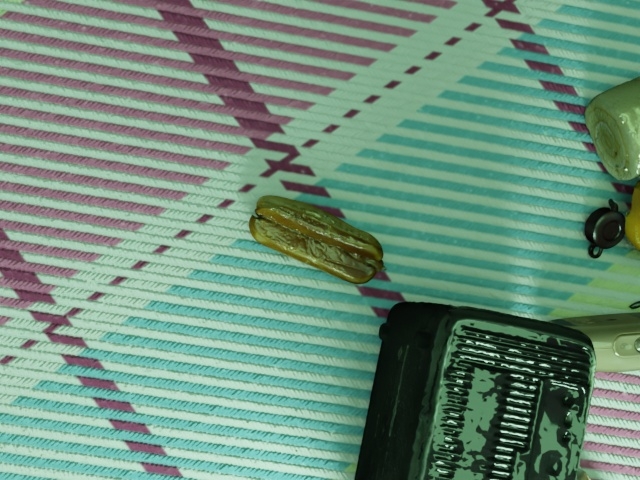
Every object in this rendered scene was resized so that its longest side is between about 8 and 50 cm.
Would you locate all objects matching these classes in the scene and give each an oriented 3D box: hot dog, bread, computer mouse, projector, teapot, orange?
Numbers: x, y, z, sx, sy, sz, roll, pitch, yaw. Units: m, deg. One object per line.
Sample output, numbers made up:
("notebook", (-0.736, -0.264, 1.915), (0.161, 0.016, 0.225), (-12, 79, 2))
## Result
("hot dog", (0.000, 0.000, 1.659), (0.235, 0.062, 0.092), (26, 101, -10))
("bread", (0.520, -0.188, 1.690), (0.141, 0.134, 0.148), (-24, 77, -7))
("computer mouse", (0.462, 0.162, 1.662), (0.236, 0.145, 0.082), (-3, 93, -9))
("projector", (0.193, 0.293, 1.494), (0.242, 0.405, 0.395), (13, 86, -6))
("teapot", (0.461, -0.019, 1.721), (0.067, 0.045, 0.100), (14, 104, -27))
("orange", (0.555, -0.042, 1.685), (0.154, 0.134, 0.155), (-16, 118, -32))

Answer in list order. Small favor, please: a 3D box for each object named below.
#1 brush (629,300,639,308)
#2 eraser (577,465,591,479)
("brush", (0.549, 0.097, 1.742), (0.083, 0.008, 0.024), (-18, 93, -7))
("eraser", (0.411, 0.500, 1.655), (0.171, 0.087, 0.291), (-35, 91, -35))
